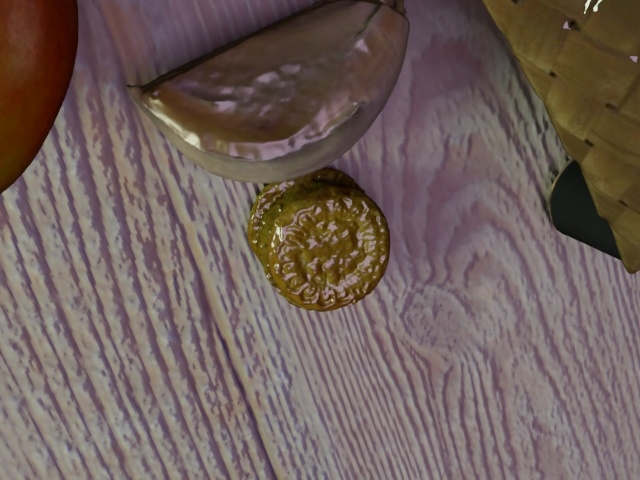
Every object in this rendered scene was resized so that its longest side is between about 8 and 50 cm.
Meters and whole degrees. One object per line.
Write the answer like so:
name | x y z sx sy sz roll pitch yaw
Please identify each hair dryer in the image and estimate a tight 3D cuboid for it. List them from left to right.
hair dryer | 0.317 -0.053 0.795 0.255 0.128 0.070 -25 120 -17

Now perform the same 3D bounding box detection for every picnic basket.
picnic basket | 0.281 -0.175 0.593 0.337 0.293 0.337 11 137 10

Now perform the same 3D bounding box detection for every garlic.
garlic | -0.019 -0.094 0.686 0.196 0.087 0.101 -23 106 -3

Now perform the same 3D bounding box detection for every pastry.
pastry | 0.000 0.000 0.749 0.097 0.057 0.109 -45 120 5

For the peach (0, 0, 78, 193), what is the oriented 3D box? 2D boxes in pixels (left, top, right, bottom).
peach | -0.243 -0.122 0.534 0.231 0.231 0.231 -7 116 -14
